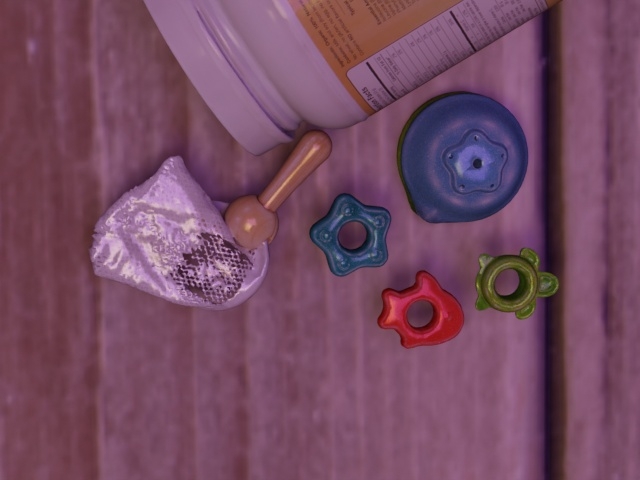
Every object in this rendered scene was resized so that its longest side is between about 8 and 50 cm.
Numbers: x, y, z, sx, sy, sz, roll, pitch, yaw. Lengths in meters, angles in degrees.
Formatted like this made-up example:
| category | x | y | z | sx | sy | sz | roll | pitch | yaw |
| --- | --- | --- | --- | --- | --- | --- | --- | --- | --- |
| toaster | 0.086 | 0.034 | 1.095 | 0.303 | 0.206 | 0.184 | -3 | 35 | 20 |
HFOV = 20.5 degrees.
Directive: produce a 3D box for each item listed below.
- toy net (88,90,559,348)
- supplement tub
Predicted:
| category | x | y | z | sx | sy | sz | roll | pitch | yaw |
| --- | --- | --- | --- | --- | --- | --- | --- | --- | --- |
| toy net | 0.000 | 0.000 | 0.904 | 0.232 | 0.045 | 0.122 | -11 | 100 | -6 |
| supplement tub | 0.024 | -0.142 | 0.828 | 0.200 | 0.144 | 0.144 | -30 | 101 | 9 |
